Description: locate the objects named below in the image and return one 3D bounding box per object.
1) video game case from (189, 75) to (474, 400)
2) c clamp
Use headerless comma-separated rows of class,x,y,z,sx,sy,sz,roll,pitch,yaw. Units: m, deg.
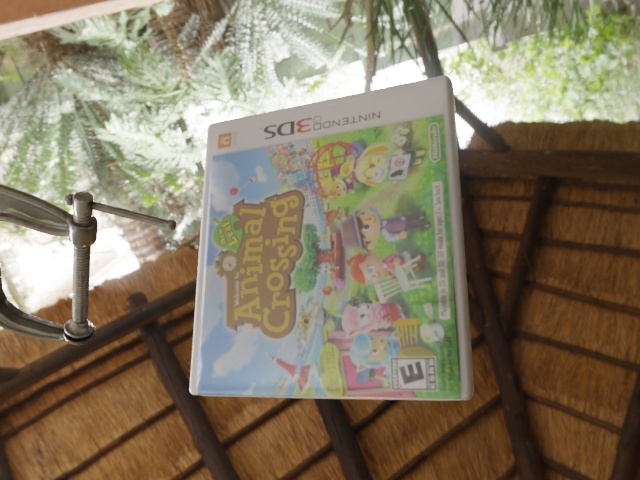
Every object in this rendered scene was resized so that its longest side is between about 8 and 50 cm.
video game case,0.000,0.000,0.364,0.194,0.212,0.023,-6,164,22
c clamp,-0.185,0.024,0.360,0.137,0.160,0.022,22,-143,-9
